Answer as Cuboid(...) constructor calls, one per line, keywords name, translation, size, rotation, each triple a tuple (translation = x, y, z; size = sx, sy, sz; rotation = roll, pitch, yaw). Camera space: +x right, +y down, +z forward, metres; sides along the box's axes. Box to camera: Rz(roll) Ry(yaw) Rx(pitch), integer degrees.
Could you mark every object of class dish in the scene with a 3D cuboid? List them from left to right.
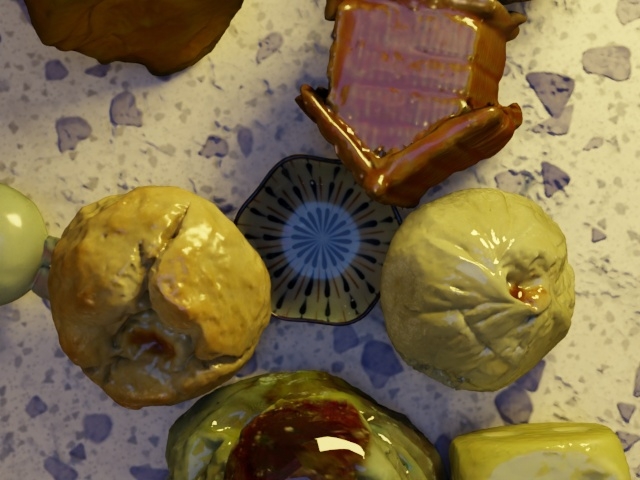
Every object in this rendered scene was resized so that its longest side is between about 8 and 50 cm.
Cuboid(name="dish", translation=(0.000, 0.000, 1.320), size=(0.190, 0.066, 0.191), rotation=(0, 91, 1))

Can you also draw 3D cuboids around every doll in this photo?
Cuboid(name="doll", translation=(-0.395, -0.013, 1.317), size=(0.275, 0.113, 0.155), rotation=(17, 97, -4))

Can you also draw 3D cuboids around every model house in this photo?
Cuboid(name="model house", translation=(0.096, -0.145, 1.260), size=(0.219, 0.199, 0.229), rotation=(11, 90, 12))

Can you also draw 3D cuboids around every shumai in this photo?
Cuboid(name="shumai", translation=(-0.018, 0.278, 1.209), size=(0.309, 0.263, 0.304), rotation=(-8, 82, 1))

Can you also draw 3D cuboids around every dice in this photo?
Cuboid(name="dice", translation=(0.223, 0.277, 1.249), size=(0.169, 0.169, 0.166), rotation=(-5, 87, 2))

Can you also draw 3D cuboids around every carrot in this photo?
Cuboid(name="carrot", translation=(-0.221, -0.347, 1.256), size=(0.241, 0.241, 0.341), rotation=(-20, 89, 1))

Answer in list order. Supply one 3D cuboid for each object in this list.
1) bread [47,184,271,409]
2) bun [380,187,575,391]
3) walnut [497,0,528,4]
Cuboid(name="bread", translation=(-0.172, 0.066, 1.246), size=(0.244, 0.134, 0.244), rotation=(5, 120, 9))
Cuboid(name="bun", translation=(0.177, 0.053, 1.258), size=(0.220, 0.134, 0.220), rotation=(-1, 92, -23))
Cuboid(name="walnut", translation=(0.184, -0.344, 1.263), size=(0.224, 0.224, 0.224), rotation=(0, 88, 2))
